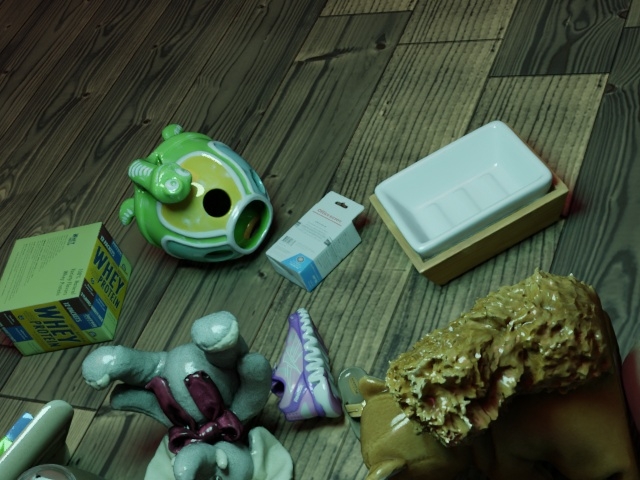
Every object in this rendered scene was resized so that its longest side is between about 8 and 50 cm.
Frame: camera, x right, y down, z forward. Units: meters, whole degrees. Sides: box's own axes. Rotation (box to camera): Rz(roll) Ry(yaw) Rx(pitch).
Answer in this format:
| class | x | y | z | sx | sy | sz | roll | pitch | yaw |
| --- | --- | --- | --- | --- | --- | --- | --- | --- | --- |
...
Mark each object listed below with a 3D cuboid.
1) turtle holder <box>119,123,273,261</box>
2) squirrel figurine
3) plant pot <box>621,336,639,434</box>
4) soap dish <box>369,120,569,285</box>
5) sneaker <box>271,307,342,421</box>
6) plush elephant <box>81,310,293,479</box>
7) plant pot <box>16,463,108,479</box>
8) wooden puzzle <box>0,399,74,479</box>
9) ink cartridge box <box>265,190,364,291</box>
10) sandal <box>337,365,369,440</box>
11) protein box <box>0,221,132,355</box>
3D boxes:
| class | x | y | z | sx | sy | sz | roll | pitch | yaw |
| --- | --- | --- | --- | --- | --- | --- | --- | --- | --- |
| turtle holder | -0.223 | -0.090 | 2.019 | 0.227 | 0.320 | 0.243 | 25 | 60 | 26 |
| squirrel figurine | 0.211 | 0.207 | 1.439 | 0.370 | 0.397 | 0.281 | -12 | 51 | 17 |
| plant pot | 0.509 | 0.195 | 1.405 | 0.190 | 0.284 | 0.284 | -22 | 41 | 23 |
| soap dish | 0.260 | -0.064 | 1.889 | 0.290 | 0.118 | 0.229 | -29 | 42 | -2 |
| sneaker | -0.038 | 0.209 | 1.780 | 0.104 | 0.095 | 0.236 | -24 | 38 | 7 |
| plush elephant | -0.185 | 0.293 | 1.677 | 0.271 | 0.330 | 0.256 | -15 | 66 | 15 |
| plant pot | -0.376 | 0.427 | 1.601 | 0.215 | 0.230 | 0.215 | -4 | 55 | 5 |
| wooden puzzle | -0.514 | 0.401 | 1.669 | 0.080 | 0.348 | 0.322 | 35 | 65 | 4 |
| ink cartridge box | 0.000 | 0.000 | 1.999 | 0.180 | 0.060 | 0.104 | -44 | 44 | -18 |
| sandal | 0.069 | 0.259 | 1.714 | 0.072 | 0.049 | 0.180 | -28 | 42 | -2 |
| protein box | -0.504 | 0.095 | 2.105 | 0.201 | 0.136 | 0.200 | -11 | 43 | 18 |
